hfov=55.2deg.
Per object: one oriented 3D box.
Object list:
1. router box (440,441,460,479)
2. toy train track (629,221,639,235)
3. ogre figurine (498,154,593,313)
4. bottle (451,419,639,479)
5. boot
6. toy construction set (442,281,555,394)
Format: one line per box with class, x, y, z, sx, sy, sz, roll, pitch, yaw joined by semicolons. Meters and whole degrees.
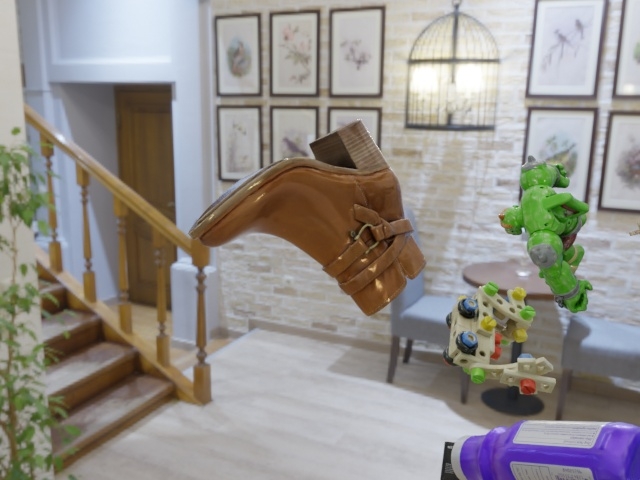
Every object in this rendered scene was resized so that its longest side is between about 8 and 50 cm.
router box;0.420;0.459;1.155;0.308;0.081;0.243;-5;-28;37
toy train track;0.804;-0.022;1.538;0.083;0.048;0.014;-10;-10;-36
ogre figurine;0.282;-0.023;0.747;0.096;0.197;0.118;6;-17;43
bottle;0.283;0.282;0.762;0.092;0.118;0.283;-47;12;-31
boot;0.000;0.000;0.746;0.283;0.220;0.109;-34;12;-37
toy construction set;0.389;0.218;1.341;0.215;0.151;0.328;24;28;-5
